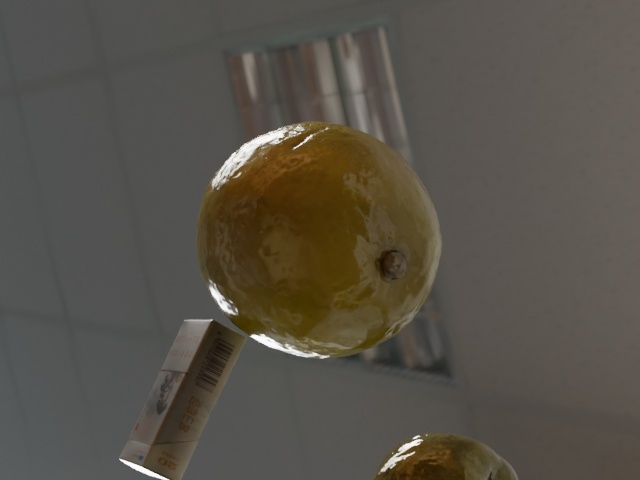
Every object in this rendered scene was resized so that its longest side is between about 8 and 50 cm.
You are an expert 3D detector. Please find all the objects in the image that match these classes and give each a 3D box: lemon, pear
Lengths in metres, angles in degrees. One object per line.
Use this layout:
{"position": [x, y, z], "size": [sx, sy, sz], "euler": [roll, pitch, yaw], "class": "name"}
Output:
{"position": [0.000, 0.000, 2.102], "size": [0.348, 0.348, 0.348], "euler": [37, -45, 50], "class": "lemon"}
{"position": [0.182, 0.391, 2.343], "size": [0.211, 0.228, 0.188], "euler": [-6, -119, 35], "class": "pear"}

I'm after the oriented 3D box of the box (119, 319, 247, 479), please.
{"position": [-0.201, 0.230, 2.234], "size": [0.233, 0.067, 0.149], "euler": [-65, -165, -12], "class": "box"}
